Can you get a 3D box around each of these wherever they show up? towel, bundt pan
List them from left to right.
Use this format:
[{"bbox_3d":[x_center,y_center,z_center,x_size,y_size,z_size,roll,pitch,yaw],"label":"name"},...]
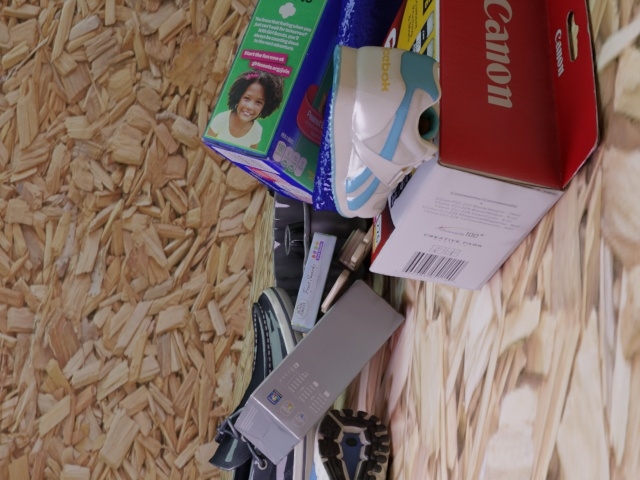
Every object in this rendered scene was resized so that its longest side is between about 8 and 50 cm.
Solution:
[{"bbox_3d":[0.000,0.000,1.611,0.331,0.124,0.331,180,90,-77],"label":"bundt pan"},{"bbox_3d":[0.061,-0.201,1.212,0.227,0.076,0.308,-22,-56,-62],"label":"towel"}]

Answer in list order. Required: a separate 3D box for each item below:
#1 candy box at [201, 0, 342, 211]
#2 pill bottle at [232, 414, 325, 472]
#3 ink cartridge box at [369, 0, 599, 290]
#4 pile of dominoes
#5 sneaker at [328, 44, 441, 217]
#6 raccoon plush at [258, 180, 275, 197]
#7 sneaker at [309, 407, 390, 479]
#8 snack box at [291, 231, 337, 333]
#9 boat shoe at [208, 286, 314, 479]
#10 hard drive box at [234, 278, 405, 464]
[{"bbox_3d":[-0.004,-0.229,1.296,0.268,0.122,0.317,30,-102,-64],"label":"candy box"},{"bbox_3d":[-0.089,0.379,1.719,0.283,0.160,0.160,121,157,-65],"label":"pill bottle"},{"bbox_3d":[0.153,-0.152,0.941,0.272,0.130,0.310,117,160,-56],"label":"ink cartridge box"},{"bbox_3d":[0.044,0.015,1.333,0.196,0.040,0.251,-57,-5,-4],"label":"pile of dominoes"},{"bbox_3d":[0.058,-0.084,0.817,0.229,0.092,0.088,83,-170,-66],"label":"sneaker"},{"bbox_3d":[0.006,-0.196,1.933,0.216,0.299,0.447,9,121,66],"label":"raccoon plush"},{"bbox_3d":[0.031,0.385,1.192,0.330,0.129,0.147,-79,-2,-50],"label":"sneaker"},{"bbox_3d":[-0.010,0.066,1.380,0.100,0.037,0.141,87,-162,-79],"label":"snack box"},{"bbox_3d":[-0.097,0.321,1.455,0.187,0.155,0.501,145,126,-78],"label":"boat shoe"},{"bbox_3d":[-0.005,0.187,1.301,0.232,0.089,0.181,-47,-7,-25],"label":"hard drive box"}]
